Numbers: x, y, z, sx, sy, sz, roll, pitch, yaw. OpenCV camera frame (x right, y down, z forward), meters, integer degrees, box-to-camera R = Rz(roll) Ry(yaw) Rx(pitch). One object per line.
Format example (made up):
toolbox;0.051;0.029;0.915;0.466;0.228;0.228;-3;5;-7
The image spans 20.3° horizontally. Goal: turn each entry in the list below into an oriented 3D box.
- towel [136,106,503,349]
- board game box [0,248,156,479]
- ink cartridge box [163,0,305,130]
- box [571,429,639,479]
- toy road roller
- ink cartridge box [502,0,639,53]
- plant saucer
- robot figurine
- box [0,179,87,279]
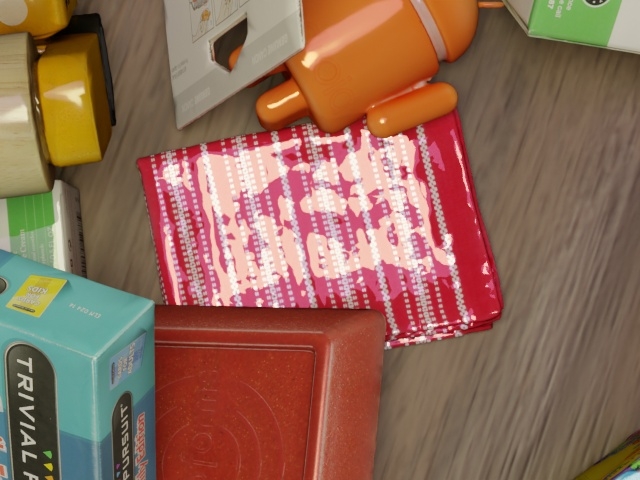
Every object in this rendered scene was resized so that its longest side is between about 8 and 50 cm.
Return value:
towel;0.000;0.000;1.473;0.275;0.031;0.199;-11;85;-1
board game box;-0.282;0.114;1.317;0.336;0.079;0.254;18;127;22
ink cartridge box;-0.055;-0.240;1.359;0.066;0.296;0.261;-7;85;-23
box;0.220;0.343;1.363;0.290;0.177;0.279;-37;85;1
toy road roller;-0.272;-0.171;1.339;0.202;0.329;0.241;-8;106;-2
ink cartridge box;0.306;-0.250;1.382;0.289;0.121;0.211;8;113;-14
plant saucer;-0.087;0.173;1.387;0.259;0.048;0.258;0;76;24
robot figurine;0.035;-0.169;1.438;0.219;0.128;0.158;-32;47;-2
box;-0.238;0.007;1.436;0.087;0.102;0.101;-6;87;1
